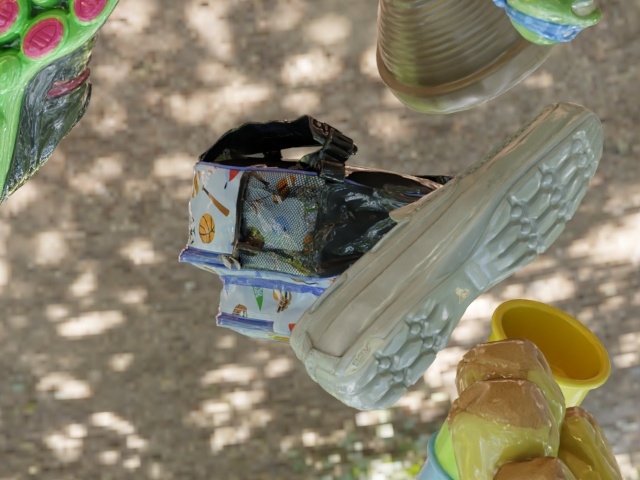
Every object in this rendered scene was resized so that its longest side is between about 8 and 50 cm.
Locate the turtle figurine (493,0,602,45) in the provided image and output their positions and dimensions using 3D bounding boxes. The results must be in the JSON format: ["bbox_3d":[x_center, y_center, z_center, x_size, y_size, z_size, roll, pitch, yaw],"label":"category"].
[{"bbox_3d":[0.208,-0.216,0.808,0.198,0.266,0.274,-9,-153,-36],"label":"turtle figurine"}]

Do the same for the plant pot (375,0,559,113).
[{"bbox_3d":[0.139,-0.253,1.576,0.237,0.237,0.110,-21,132,30],"label":"plant pot"}]

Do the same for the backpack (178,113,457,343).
[{"bbox_3d":[0.000,0.000,1.498,0.276,0.213,0.263,15,-178,-45],"label":"backpack"}]

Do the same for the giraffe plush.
[{"bbox_3d":[0.089,0.185,0.847,0.170,0.181,0.210,-30,106,16],"label":"giraffe plush"}]

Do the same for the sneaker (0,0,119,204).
[{"bbox_3d":[-0.375,-0.239,1.987,0.483,0.185,0.202,-54,176,20],"label":"sneaker"}]

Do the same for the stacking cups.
[{"bbox_3d":[0.111,0.190,1.193,0.096,0.096,0.316,6,127,-27],"label":"stacking cups"}]

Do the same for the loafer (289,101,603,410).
[{"bbox_3d":[0.103,-0.002,1.278,0.319,0.111,0.112,-44,140,-10],"label":"loafer"}]
